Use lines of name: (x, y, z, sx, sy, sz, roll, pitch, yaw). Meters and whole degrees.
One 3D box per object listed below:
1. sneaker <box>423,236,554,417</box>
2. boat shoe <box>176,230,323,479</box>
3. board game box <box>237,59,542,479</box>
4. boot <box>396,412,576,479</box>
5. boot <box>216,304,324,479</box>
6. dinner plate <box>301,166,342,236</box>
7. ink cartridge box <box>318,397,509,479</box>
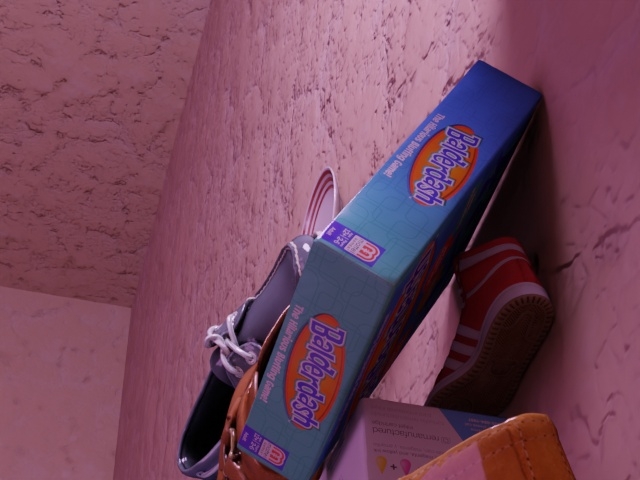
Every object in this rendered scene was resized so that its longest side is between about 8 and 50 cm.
sneaker: (0.086, 0.051, 0.678, 0.067, 0.042, 0.118, -100, 31, -48)
boat shoe: (-0.059, 0.119, 1.121, 0.116, 0.099, 0.319, -105, 26, -43)
board game box: (0.041, 0.014, 0.682, 0.210, 0.047, 0.160, -48, -16, -47)
boot: (0.042, 0.213, 0.489, 0.295, 0.104, 0.211, -52, 47, 42)
boot: (-0.033, 0.206, 0.938, 0.220, 0.109, 0.283, 110, 172, -53)
dinner plate: (0.000, 0.000, 1.174, 0.141, 0.017, 0.141, -169, 90, -77)
ink cartridge box: (0.053, 0.166, 0.615, 0.143, 0.092, 0.090, -93, 18, -44)
